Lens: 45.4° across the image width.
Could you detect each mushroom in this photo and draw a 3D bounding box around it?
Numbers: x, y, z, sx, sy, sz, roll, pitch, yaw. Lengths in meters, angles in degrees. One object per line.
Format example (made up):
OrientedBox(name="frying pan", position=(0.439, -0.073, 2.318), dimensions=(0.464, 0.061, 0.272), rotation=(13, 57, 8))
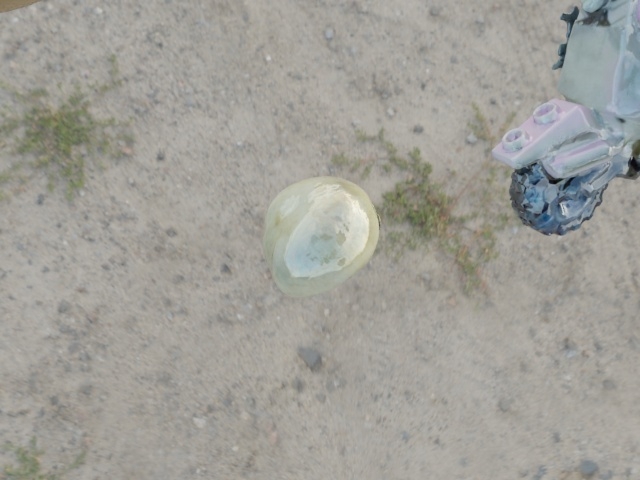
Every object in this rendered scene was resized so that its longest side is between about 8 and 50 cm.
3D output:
OrientedBox(name="mushroom", position=(0.000, 0.000, 0.883), dimensions=(0.154, 0.122, 0.154), rotation=(-19, 45, 20))

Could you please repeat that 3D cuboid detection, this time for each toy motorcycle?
OrientedBox(name="toy motorcycle", position=(0.207, -0.137, 0.530), dimensions=(0.239, 0.204, 0.108), rotation=(-47, 33, -17))

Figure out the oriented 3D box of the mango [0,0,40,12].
OrientedBox(name="mango", position=(-0.181, -0.187, 0.394), dimensions=(0.147, 0.109, 0.227), rotation=(6, 32, -13))
